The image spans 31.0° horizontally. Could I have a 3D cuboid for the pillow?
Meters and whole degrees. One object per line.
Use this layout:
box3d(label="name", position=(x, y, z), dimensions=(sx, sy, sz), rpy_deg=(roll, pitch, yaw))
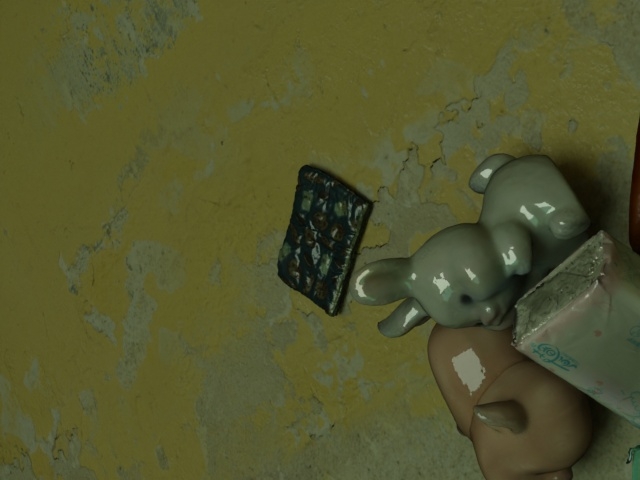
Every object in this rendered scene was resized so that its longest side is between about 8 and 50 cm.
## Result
box3d(label="pillow", position=(-0.001, -0.002, 2.205), dimensions=(0.189, 0.034, 0.255), rpy_deg=(34, 120, 39))

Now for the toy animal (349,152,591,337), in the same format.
box3d(label="toy animal", position=(0.231, 0.022, 1.762), dimensions=(0.368, 0.196, 0.241), rpy_deg=(-37, 48, -1))

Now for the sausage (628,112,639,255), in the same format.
box3d(label="sausage", position=(0.494, -0.119, 1.651), dimensions=(0.083, 0.089, 0.300), rpy_deg=(11, 104, 37))

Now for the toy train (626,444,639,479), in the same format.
box3d(label="toy train", position=(0.545, 0.361, 1.654), dimensions=(0.203, 0.112, 0.163), rpy_deg=(4, 92, 44))

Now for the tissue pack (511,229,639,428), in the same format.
box3d(label="tissue pack", position=(0.432, 0.136, 1.626), dimensions=(0.201, 0.271, 0.124), rpy_deg=(-47, 18, 34))

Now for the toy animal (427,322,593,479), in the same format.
box3d(label="toy animal", position=(0.299, 0.240, 1.824), dimensions=(0.326, 0.237, 0.269), rpy_deg=(63, 161, 15))
